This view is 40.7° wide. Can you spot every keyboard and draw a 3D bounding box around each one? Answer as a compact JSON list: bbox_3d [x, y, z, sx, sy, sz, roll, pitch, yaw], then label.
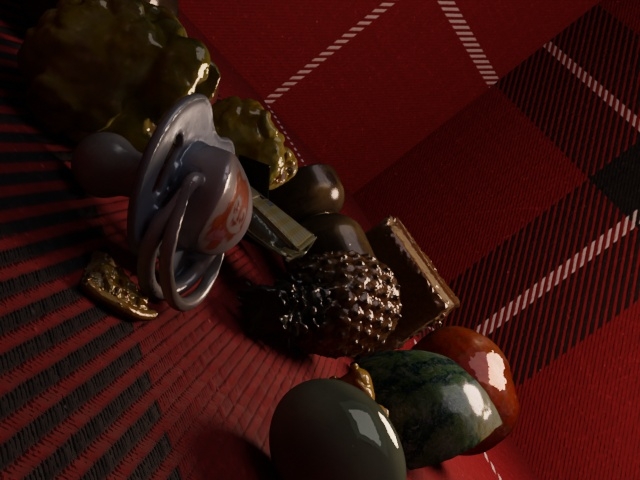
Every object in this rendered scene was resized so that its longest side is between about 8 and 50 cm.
[{"bbox_3d":[-0.124,-0.068,1.591,0.067,0.011,0.202,21,-45,15],"label":"keyboard"}]

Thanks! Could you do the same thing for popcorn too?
[{"bbox_3d":[-0.279,-0.228,1.210,0.242,0.235,0.250,33,-1,-9],"label":"popcorn"},{"bbox_3d":[-0.144,-0.165,1.667,0.200,0.203,0.226,-115,-153,-78],"label":"popcorn"}]

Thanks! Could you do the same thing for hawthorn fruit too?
[{"bbox_3d":[0.299,0.325,1.875,0.284,0.284,0.284,51,8,-10],"label":"hawthorn fruit"}]

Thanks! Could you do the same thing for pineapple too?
[{"bbox_3d":[-0.007,0.102,1.445,0.202,0.202,0.362,56,20,22],"label":"pineapple"}]

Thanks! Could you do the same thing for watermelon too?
[{"bbox_3d":[0.210,0.327,1.687,0.176,0.260,0.256,63,13,-53],"label":"watermelon"}]

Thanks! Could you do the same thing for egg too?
[{"bbox_3d":[0.021,0.255,1.027,0.192,0.149,0.149,54,8,3],"label":"egg"}]

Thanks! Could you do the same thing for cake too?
[{"bbox_3d":[0.142,0.117,1.956,0.282,0.256,0.290,55,13,6],"label":"cake"}]

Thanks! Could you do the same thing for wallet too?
[{"bbox_3d":[-0.152,-0.072,1.467,0.309,0.077,0.223,36,4,3],"label":"wallet"}]

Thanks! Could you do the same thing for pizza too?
[{"bbox_3d":[-0.235,0.041,0.973,0.108,0.026,0.123,55,9,34],"label":"pizza"}]

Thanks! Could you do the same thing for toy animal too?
[{"bbox_3d":[0.080,0.296,1.487,0.083,0.070,0.159,43,17,-56],"label":"toy animal"}]

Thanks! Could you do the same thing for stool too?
[{"bbox_3d":[0.000,0.000,1.759,0.264,0.179,0.179,65,12,19],"label":"stool"}]

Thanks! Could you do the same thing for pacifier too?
[{"bbox_3d":[-0.215,-0.062,1.092,0.233,0.244,0.299,23,-14,15],"label":"pacifier"}]

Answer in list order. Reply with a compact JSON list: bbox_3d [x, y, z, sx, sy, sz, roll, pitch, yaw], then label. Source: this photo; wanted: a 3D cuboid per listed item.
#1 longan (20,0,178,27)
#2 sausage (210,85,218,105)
[{"bbox_3d":[-0.357,-0.399,1.407,0.258,0.258,0.258,51,8,-10],"label":"longan"},{"bbox_3d":[-0.283,-0.302,1.739,0.152,0.152,0.279,50,9,-15],"label":"sausage"}]
